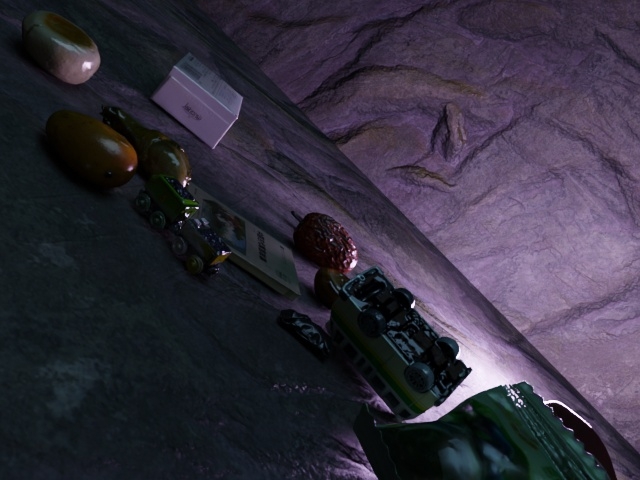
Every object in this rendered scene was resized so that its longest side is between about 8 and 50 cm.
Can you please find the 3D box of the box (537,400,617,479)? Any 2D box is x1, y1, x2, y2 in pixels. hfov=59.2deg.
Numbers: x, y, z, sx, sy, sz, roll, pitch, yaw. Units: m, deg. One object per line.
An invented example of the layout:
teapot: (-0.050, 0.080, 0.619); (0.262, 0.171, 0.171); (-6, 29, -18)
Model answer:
box: (0.555, 0.542, 1.211); (0.263, 0.108, 0.404); (38, 33, -19)

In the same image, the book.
book: (-0.165, -0.005, 1.158); (0.282, 0.025, 0.215); (35, 17, -23)

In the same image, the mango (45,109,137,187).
mango: (-0.374, -0.153, 0.915); (0.165, 0.089, 0.115); (39, 16, -8)

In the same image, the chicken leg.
chicken leg: (-0.336, -0.181, 1.101); (0.227, 0.088, 0.103); (41, 25, 11)

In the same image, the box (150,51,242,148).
box: (-0.330, -0.392, 1.549); (0.203, 0.116, 0.274); (37, 17, -20)

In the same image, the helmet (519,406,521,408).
helmet: (0.501, 0.479, 1.403); (0.153, 0.107, 0.177); (43, 16, -14)

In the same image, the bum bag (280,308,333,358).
bum bag: (-0.024, 0.169, 1.046); (0.124, 0.034, 0.058); (42, 26, -4)

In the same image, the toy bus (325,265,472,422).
toy bus: (0.135, 0.205, 1.096); (0.276, 0.165, 0.133); (48, 42, 15)

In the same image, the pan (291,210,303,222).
pan: (0.000, 0.000, 1.525); (0.235, 0.028, 0.136); (40, 16, -23)

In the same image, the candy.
candy: (0.262, 0.351, 0.881); (0.397, 0.172, 0.263); (-8, 48, -23)

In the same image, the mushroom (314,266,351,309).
mushroom: (0.040, 0.107, 1.256); (0.127, 0.087, 0.127); (42, 19, -18)

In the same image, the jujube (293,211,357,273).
jujube: (0.016, 0.009, 1.394); (0.176, 0.112, 0.109); (40, 49, -20)

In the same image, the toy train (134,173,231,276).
toy train: (-0.231, -0.027, 0.955); (0.202, 0.081, 0.060); (48, 16, 11)

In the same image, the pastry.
pastry: (-0.523, -0.386, 1.131); (0.156, 0.092, 0.156); (38, 15, -12)
